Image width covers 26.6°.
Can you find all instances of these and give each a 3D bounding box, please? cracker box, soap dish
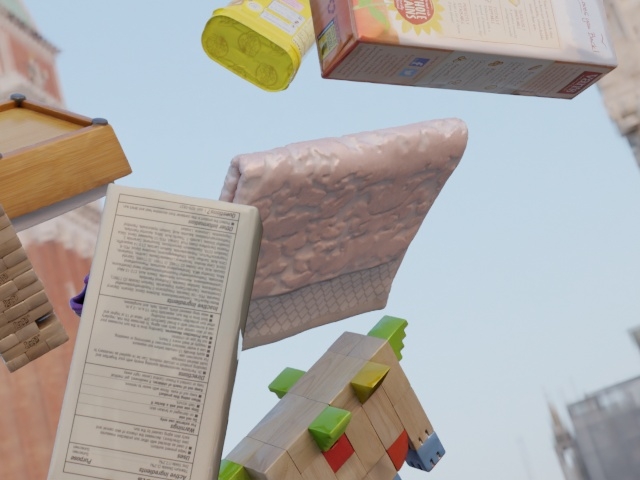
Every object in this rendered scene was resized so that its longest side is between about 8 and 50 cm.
[{"bbox_3d":[0.103,-0.196,1.031,0.232,0.156,0.067,2,-21,-27],"label":"cracker box"},{"bbox_3d":[-0.446,-0.112,1.917,0.228,0.118,0.291,18,26,28],"label":"soap dish"}]

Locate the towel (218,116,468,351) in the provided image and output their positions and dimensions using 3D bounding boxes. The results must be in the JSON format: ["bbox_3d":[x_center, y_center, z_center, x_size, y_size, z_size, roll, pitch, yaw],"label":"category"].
[{"bbox_3d":[0.000,0.000,1.612,0.331,0.053,0.317,-14,-40,-37],"label":"towel"}]

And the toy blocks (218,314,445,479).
[{"bbox_3d":[0.034,0.333,2.049,0.190,0.261,0.381,9,44,48],"label":"toy blocks"}]

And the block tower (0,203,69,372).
[{"bbox_3d":[-0.426,0.013,1.714,0.097,0.091,0.336,-31,-58,-14],"label":"block tower"}]

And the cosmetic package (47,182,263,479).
[{"bbox_3d":[-0.162,0.111,1.375,0.160,0.310,0.113,10,-10,3],"label":"cosmetic package"}]

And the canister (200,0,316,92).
[{"bbox_3d":[-0.060,-0.274,1.716,0.073,0.126,0.170,-61,-3,41],"label":"canister"}]

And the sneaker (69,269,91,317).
[{"bbox_3d":[-0.317,0.060,2.053,0.071,0.068,0.170,32,-70,-34],"label":"sneaker"}]
